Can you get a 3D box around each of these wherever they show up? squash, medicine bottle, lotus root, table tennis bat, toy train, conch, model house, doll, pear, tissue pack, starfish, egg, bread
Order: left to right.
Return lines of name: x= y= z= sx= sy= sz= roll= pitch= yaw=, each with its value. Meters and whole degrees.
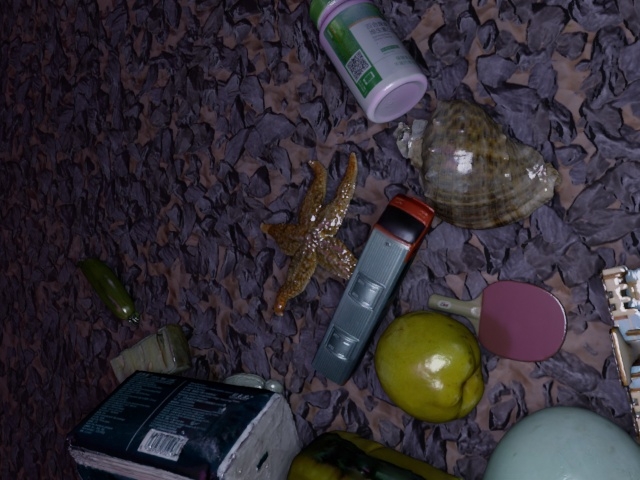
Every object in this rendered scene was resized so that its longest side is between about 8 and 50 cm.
squash: x=-0.608 y=0.128 z=1.682 sx=0.318 sy=0.071 sz=0.080 roll=38 pitch=112 yaw=30
lotus root: x=-0.415 y=0.300 z=1.506 sx=0.235 sy=0.138 sz=0.119 roll=-33 pitch=77 yaw=31
tissue pack: x=-0.288 y=0.454 z=1.268 sx=0.416 sy=0.264 sz=0.253 roll=2 pitch=119 yaw=26
doll: x=-0.172 y=0.357 z=1.370 sx=0.214 sy=0.071 sz=0.104 roll=-11 pitch=104 yaw=27
starfish: x=-0.005 y=0.000 z=1.236 sx=0.327 sy=0.094 sz=0.375 roll=45 pitch=109 yaw=29
medicine bottle: x=0.084 y=-0.369 z=1.147 sx=0.133 sy=0.133 sz=0.274 roll=-41 pitch=68 yaw=28
toy train: x=0.089 y=0.103 z=1.111 sx=0.086 sy=0.089 sz=0.409 roll=32 pitch=123 yaw=15
bread: x=0.112 y=0.499 z=1.078 sx=0.376 sy=0.208 sz=0.251 roll=8 pitch=102 yaw=36
pear: x=0.189 y=0.218 z=1.037 sx=0.200 sy=0.200 sz=0.200 roll=0 pitch=90 yaw=36
conch: x=0.246 y=-0.127 z=1.013 sx=0.291 sy=0.159 sz=0.210 roll=27 pitch=104 yaw=31
table tennis bat: x=0.309 y=0.133 z=1.055 sx=0.246 sy=0.022 sz=0.138 roll=11 pitch=96 yaw=33
egg: x=0.364 y=0.435 z=0.854 sx=0.276 sy=0.276 sz=0.389 roll=-5 pitch=88 yaw=36
model house: x=0.523 y=0.139 z=0.809 sx=0.206 sy=0.178 sz=0.271 roll=-14 pitch=79 yaw=34
